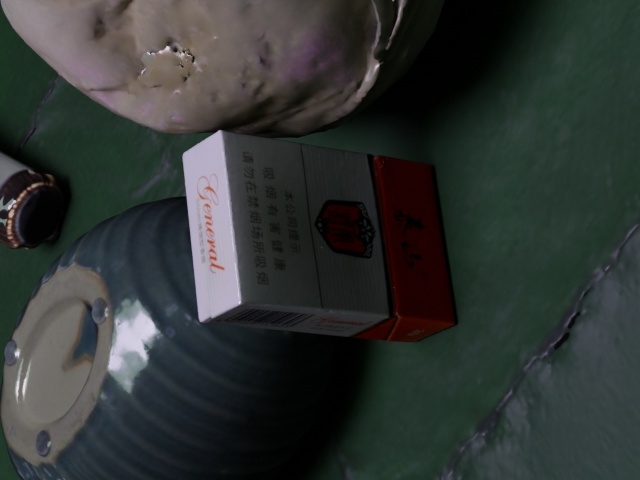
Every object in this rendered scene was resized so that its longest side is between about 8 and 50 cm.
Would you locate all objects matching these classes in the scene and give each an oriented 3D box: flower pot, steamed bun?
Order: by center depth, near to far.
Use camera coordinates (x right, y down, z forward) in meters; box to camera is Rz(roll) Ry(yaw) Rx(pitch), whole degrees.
[{"bbox_3d":[-0.037,-0.164,1.153,0.268,0.207,0.280,-26,29,2],"label":"steamed bun"},{"bbox_3d":[-0.097,0.078,1.216,0.243,0.157,0.189,-50,50,36],"label":"flower pot"}]

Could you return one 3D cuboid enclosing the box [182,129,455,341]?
[{"bbox_3d":[0.000,0.000,1.111,0.048,0.152,0.100,-26,64,50],"label":"box"}]

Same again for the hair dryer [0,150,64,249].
[{"bbox_3d":[-0.315,-0.078,1.534,0.362,0.128,0.203,27,82,34],"label":"hair dryer"}]
